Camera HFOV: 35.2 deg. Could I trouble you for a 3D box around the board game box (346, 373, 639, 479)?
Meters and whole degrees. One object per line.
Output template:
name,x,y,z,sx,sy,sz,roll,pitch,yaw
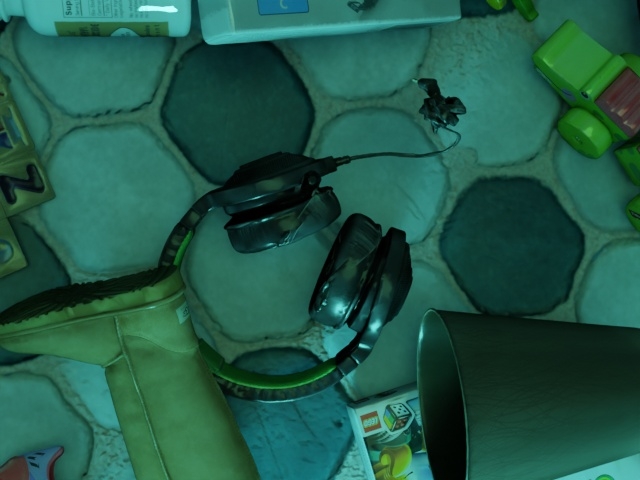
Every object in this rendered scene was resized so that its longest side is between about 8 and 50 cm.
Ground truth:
board game box,0.201,0.231,1.131,0.305,0.053,0.193,-17,90,-8

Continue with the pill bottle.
pill bottle,-0.250,-0.277,1.042,0.229,0.131,0.131,-1,89,-8

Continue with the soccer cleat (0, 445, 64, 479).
soccer cleat,-0.265,0.337,1.054,0.095,0.083,0.248,-26,90,-12

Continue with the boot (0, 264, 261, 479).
boot,-0.205,0.177,1.054,0.236,0.089,0.269,-11,106,21

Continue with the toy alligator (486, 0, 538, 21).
toy alligator,0.188,-0.328,1.144,0.056,0.051,0.189,-41,94,-7

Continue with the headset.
headset,0.000,0.000,1.043,0.243,0.185,0.394,43,95,-5

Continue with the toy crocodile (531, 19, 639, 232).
toy crocodile,0.373,-0.106,1.138,0.115,0.105,0.340,-41,94,-7

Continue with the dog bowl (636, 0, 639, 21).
dog bowl,0.536,-0.278,1.108,0.408,0.150,0.408,3,74,-10

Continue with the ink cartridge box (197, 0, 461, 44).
ink cartridge box,0.001,-0.346,1.047,0.296,0.066,0.261,-12,96,-33

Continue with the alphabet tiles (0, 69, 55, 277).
alphabet tiles,-0.461,-0.056,1.019,0.343,0.011,0.285,-26,100,-21

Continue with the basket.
basket,0.230,0.161,1.039,0.227,0.154,0.204,-5,83,-11
